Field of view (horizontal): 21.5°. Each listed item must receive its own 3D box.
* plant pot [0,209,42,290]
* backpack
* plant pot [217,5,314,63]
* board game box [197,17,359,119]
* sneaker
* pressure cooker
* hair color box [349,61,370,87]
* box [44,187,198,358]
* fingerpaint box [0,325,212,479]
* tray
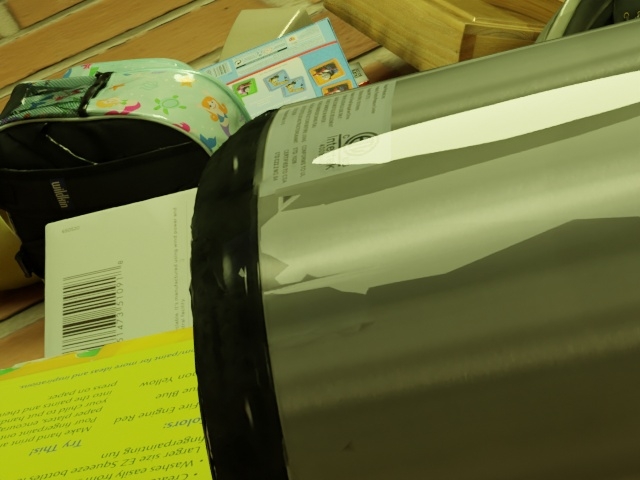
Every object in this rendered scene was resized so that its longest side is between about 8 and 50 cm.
[{"bbox_3d":[-0.331,-0.001,1.782,0.095,0.134,0.134,-40,18,21],"label":"plant pot"},{"bbox_3d":[-0.173,-0.065,1.646,0.254,0.225,0.191,-3,36,28],"label":"backpack"},{"bbox_3d":[-0.058,-0.200,1.973,0.109,0.109,0.096,5,48,45],"label":"plant pot"},{"bbox_3d":[-0.034,-0.139,1.817,0.160,0.039,0.211,-22,44,1],"label":"board game box"},{"bbox_3d":[0.284,-0.202,1.553,0.222,0.118,0.083,-49,-4,-36],"label":"sneaker"},{"bbox_3d":[0.177,0.065,0.886,0.421,0.375,0.369,-14,67,11],"label":"pressure cooker"},{"bbox_3d":[-0.010,-0.146,1.887,0.141,0.043,0.072,-23,25,2],"label":"hair color box"},{"bbox_3d":[-0.116,0.069,1.347,0.182,0.119,0.181,-13,66,20],"label":"box"},{"bbox_3d":[-0.211,0.239,1.126,0.445,0.163,0.371,-13,25,19],"label":"fingerpaint box"},{"bbox_3d":[0.162,-0.230,1.771,0.203,0.076,0.411,3,19,-19],"label":"tray"}]
